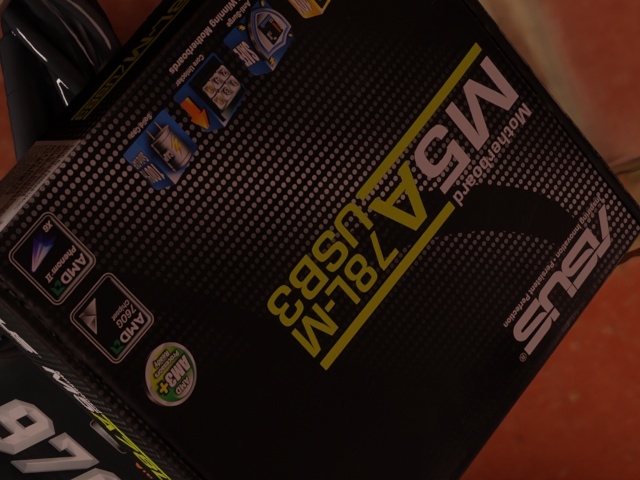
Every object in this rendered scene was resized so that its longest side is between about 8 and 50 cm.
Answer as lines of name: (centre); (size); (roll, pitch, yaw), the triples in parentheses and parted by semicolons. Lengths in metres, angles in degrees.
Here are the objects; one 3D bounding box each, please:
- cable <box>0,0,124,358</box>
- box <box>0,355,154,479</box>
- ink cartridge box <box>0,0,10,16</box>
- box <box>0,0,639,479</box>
cable: (-0.136, -0.041, 0.595); (0.150, 0.047, 0.184); (-44, 95, 1)
box: (-0.066, 0.106, 0.689); (0.175, 0.051, 0.220); (-39, 116, 11)
ink cartridge box: (-0.155, -0.134, 0.535); (0.171, 0.056, 0.235); (32, 85, -8)
box: (0.000, 0.000, 0.599); (0.184, 0.045, 0.190); (48, 69, -23)
